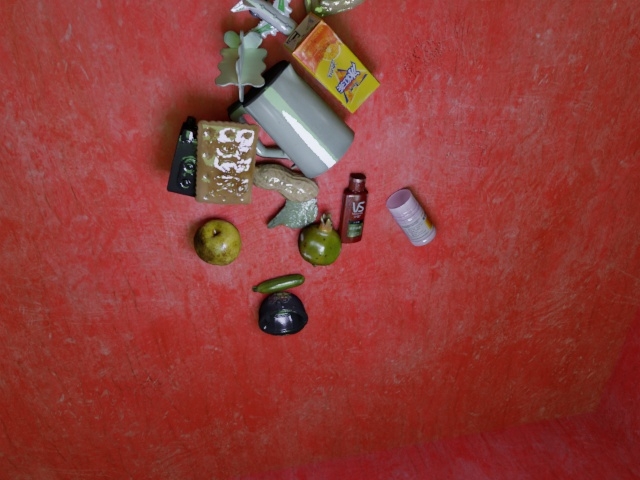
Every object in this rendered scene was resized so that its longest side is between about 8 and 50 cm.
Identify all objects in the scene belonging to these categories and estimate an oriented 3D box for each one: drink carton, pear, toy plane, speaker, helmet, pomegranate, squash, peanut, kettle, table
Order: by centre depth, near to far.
[{"bbox_3d":[-0.164,-0.766,1.602,0.255,0.101,0.251,18,138,-34],"label":"toy plane"},{"bbox_3d":[-0.268,-0.590,1.606,0.167,0.198,0.166,0,148,0],"label":"table"},{"bbox_3d":[0.047,-0.624,1.684,0.154,0.111,0.351,-45,134,14],"label":"drink carton"},{"bbox_3d":[-0.124,-0.428,1.772,0.361,0.250,0.377,-24,125,37],"label":"kettle"},{"bbox_3d":[-0.432,-0.300,1.787,0.232,0.184,0.253,13,118,-19],"label":"speaker"},{"bbox_3d":[-0.151,-0.234,1.924,0.299,0.120,0.136,19,135,-18],"label":"peanut"},{"bbox_3d":[-0.426,0.015,1.976,0.198,0.197,0.197,-5,121,-9],"label":"pear"},{"bbox_3d":[-0.002,0.003,2.038,0.199,0.198,0.246,-4,147,-9],"label":"pomegranate"},{"bbox_3d":[-0.195,0.205,2.206,0.252,0.066,0.066,-14,122,-3],"label":"squash"},{"bbox_3d":[-0.181,0.334,2.231,0.231,0.160,0.278,-10,149,-4],"label":"helmet"}]

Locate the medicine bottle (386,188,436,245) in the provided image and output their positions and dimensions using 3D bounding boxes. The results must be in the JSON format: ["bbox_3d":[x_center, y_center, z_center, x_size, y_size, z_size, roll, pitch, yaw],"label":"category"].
[{"bbox_3d":[0.406,-0.100,2.112,0.133,0.133,0.249,-36,120,10],"label":"medicine bottle"}]

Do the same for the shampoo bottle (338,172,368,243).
[{"bbox_3d":[0.145,-0.135,2.066,0.118,0.076,0.314,-5,121,-19],"label":"shampoo bottle"}]

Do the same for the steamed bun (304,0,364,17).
[{"bbox_3d":[0.131,-0.908,1.545,0.428,0.189,0.247,-20,115,1],"label":"steamed bun"}]

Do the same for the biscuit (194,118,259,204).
[{"bbox_3d":[-0.338,-0.270,1.698,0.217,0.044,0.324,1,123,-19],"label":"biscuit"}]

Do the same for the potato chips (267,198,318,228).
[{"bbox_3d":[-0.124,-0.110,2.036,0.229,0.059,0.167,-7,129,-18],"label":"potato chips"}]
